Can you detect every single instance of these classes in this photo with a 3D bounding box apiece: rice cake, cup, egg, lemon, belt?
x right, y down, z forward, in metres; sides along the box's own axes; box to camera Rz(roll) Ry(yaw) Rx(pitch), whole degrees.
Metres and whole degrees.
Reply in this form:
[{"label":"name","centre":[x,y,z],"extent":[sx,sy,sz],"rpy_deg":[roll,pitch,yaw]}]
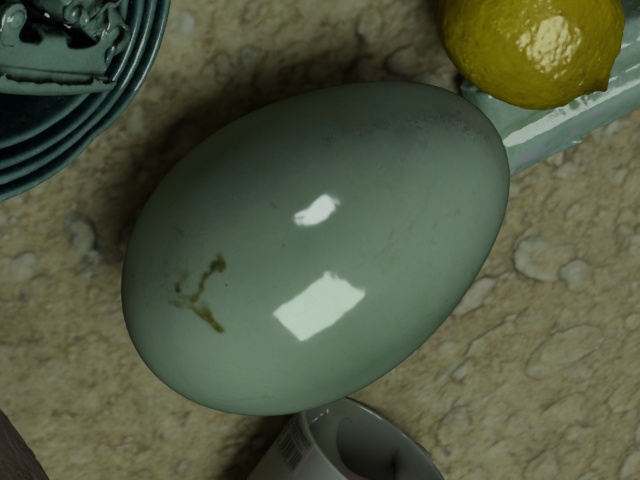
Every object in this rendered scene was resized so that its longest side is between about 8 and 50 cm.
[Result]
[{"label":"rice cake","centre":[0.202,-0.123,1.246],"extent":[0.226,0.040,0.085],"rpy_deg":[-28,133,-6]},{"label":"cup","centre":[0.004,0.200,1.355],"extent":[0.134,0.173,0.142],"rpy_deg":[33,110,-9]},{"label":"egg","centre":[0.000,0.000,1.135],"extent":[0.264,0.183,0.183],"rpy_deg":[-32,135,-11]},{"label":"lemon","centre":[0.130,-0.139,1.147],"extent":[0.133,0.109,0.109],"rpy_deg":[34,106,-14]},{"label":"belt","centre":[-0.190,-0.118,0.932],"extent":[0.267,0.116,0.206],"rpy_deg":[-16,131,-50]}]

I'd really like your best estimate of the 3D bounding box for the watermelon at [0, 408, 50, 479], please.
[{"label":"watermelon","centre":[-0.303,0.151,1.034],"extent":[0.222,0.292,0.319],"rpy_deg":[-43,143,3]}]
